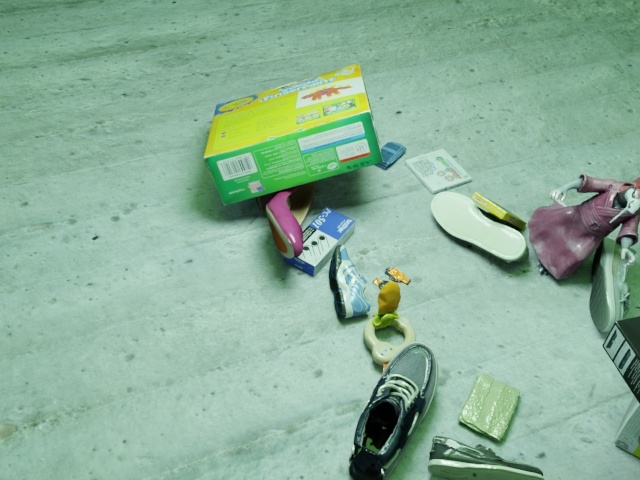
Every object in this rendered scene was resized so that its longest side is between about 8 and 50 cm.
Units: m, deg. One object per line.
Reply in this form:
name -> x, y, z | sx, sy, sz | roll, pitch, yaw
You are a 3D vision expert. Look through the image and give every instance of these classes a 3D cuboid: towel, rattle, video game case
towel -> 0.209, -0.266, 2.152 | 0.067, 0.029, 0.119 | 28, 50, 22
rattle -> 0.168, 0.220, 1.600 | 0.130, 0.143, 0.200 | 24, 39, -7
towel -> 0.377, 0.367, 1.545 | 0.110, 0.027, 0.148 | 24, 48, 17
video game case -> 0.358, -0.212, 2.119 | 0.143, 0.019, 0.157 | -18, 50, -21

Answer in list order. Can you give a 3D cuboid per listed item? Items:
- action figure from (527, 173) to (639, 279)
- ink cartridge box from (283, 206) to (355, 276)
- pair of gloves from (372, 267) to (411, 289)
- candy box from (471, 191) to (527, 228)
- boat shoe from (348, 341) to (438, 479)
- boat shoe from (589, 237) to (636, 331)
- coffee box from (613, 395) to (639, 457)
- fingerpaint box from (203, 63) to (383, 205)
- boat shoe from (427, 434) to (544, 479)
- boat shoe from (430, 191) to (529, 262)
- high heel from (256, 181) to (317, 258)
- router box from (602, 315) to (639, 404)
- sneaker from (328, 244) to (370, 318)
action figure -> 0.708, -0.048, 1.762 | 0.275, 0.370, 0.248 | -21, 77, -40
ink cartridge box -> 0.000, 0.000, 1.860 | 0.097, 0.046, 0.207 | 27, 49, 19
pair of gloves -> 0.185, 0.104, 1.799 | 0.074, 0.010, 0.083 | 32, 52, 24
candy box -> 0.491, -0.080, 1.909 | 0.105, 0.027, 0.206 | 42, 14, 29
boat shoe -> 0.164, 0.330, 1.439 | 0.127, 0.158, 0.340 | 20, 57, 14
boat shoe -> 0.752, 0.110, 1.772 | 0.103, 0.118, 0.320 | 15, 38, 11
coffee box -> 0.873, 0.305, 1.431 | 0.334, 0.338, 0.338 | 29, 50, 23
fingerpaint box -> -0.072, -0.300, 1.935 | 0.444, 0.163, 0.371 | -15, 32, 6
boat shoe -> 0.339, 0.451, 1.420 | 0.233, 0.084, 0.079 | 9, 46, 8
boat shoe -> 0.432, -0.032, 1.900 | 0.305, 0.091, 0.109 | 36, 96, 33
high heel -> -0.054, -0.080, 1.830 | 0.181, 0.127, 0.377 | -17, 34, -8
router box -> 0.694, 0.227, 1.204 | 0.308, 0.081, 0.243 | -9, 46, -11
sneaker -> 0.071, 0.104, 1.751 | 0.081, 0.080, 0.211 | 1, 55, -13
